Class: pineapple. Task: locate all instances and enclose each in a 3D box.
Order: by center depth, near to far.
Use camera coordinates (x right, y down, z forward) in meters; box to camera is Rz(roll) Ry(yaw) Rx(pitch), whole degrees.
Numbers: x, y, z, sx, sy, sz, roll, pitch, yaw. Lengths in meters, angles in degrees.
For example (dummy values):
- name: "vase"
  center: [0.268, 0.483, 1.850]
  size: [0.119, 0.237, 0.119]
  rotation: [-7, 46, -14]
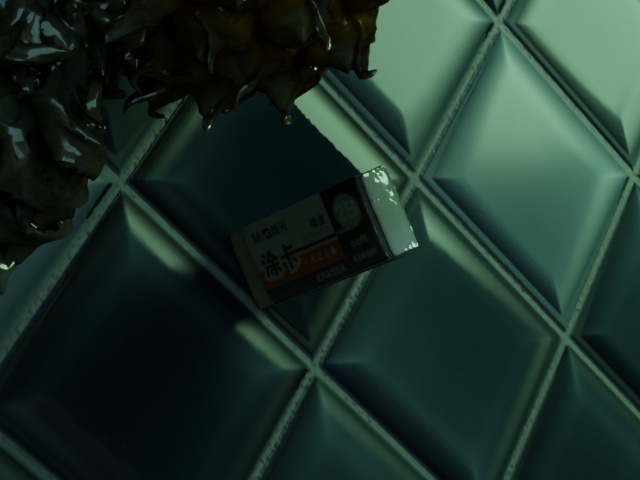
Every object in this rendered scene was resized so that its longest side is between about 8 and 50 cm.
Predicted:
- name: "pineapple"
  center: [-0.136, -0.086, 0.772]
  size: [0.262, 0.262, 0.272]
  rotation: [49, 68, -18]

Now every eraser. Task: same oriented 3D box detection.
- name: "eraser"
  center: [0.000, 0.000, 0.894]
  size: [0.029, 0.122, 0.052]
  rotation: [-22, 90, -44]
